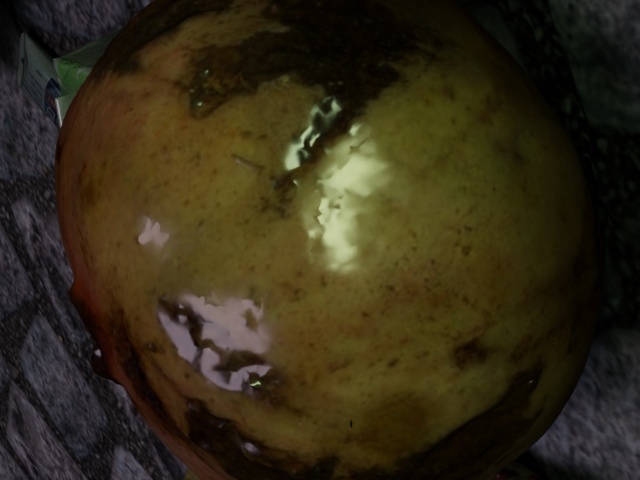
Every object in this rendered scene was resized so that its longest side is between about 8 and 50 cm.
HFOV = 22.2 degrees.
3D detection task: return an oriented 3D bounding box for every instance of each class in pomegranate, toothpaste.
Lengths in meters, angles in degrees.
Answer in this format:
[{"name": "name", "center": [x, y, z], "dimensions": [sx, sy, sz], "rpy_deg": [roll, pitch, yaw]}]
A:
[{"name": "pomegranate", "center": [0.000, 0.000, 0.891], "dimensions": [0.322, 0.322, 0.322], "rpy_deg": [38, 142, 37]}, {"name": "toothpaste", "center": [-0.194, -0.096, 1.355], "dimensions": [0.233, 0.038, 0.060], "rpy_deg": [44, 142, 35]}]

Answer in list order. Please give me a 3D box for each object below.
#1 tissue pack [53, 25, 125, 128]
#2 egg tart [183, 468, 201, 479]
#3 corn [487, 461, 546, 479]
[{"name": "tissue pack", "center": [-0.114, -0.024, 1.173], "dimensions": [0.159, 0.145, 0.229], "rpy_deg": [17, 128, 52]}, {"name": "egg tart", "center": [-0.055, 0.298, 1.405], "dimensions": [0.252, 0.098, 0.232], "rpy_deg": [56, 154, 5]}, {"name": "corn", "center": [0.140, 0.197, 1.020], "dimensions": [0.280, 0.092, 0.092], "rpy_deg": [27, 135, 52]}]
